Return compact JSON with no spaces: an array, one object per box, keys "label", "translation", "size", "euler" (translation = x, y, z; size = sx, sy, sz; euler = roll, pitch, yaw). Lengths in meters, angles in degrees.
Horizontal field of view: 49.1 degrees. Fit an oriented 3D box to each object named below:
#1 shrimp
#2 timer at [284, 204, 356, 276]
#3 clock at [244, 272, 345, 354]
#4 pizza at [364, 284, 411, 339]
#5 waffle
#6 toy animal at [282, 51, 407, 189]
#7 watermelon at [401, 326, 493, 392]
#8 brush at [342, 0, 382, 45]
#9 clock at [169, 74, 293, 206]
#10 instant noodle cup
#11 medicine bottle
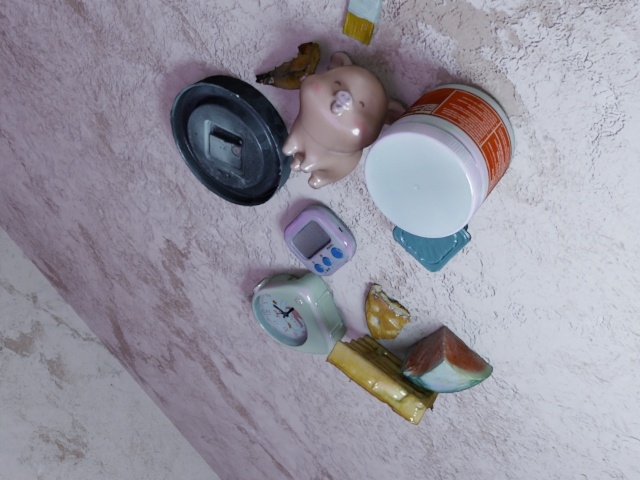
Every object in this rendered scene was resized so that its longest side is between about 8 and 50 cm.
[{"label":"shrimp","translation":[-0.071,-0.415,1.695],"size":[0.066,0.117,0.262],"euler":[34,172,-33]},{"label":"timer","translation":[0.000,0.000,1.971],"size":[0.191,0.069,0.208],"euler":[47,141,-3]},{"label":"clock","translation":[-0.096,0.221,2.210],"size":[0.324,0.108,0.265],"euler":[2,126,40]},{"label":"pizza","translation":[0.194,0.210,2.003],"size":[0.161,0.062,0.182],"euler":[11,125,42]},{"label":"waffle","translation":[0.191,0.386,1.974],"size":[0.304,0.348,0.078],"euler":[34,96,16]},{"label":"toy animal","translation":[0.038,-0.260,1.614],"size":[0.237,0.269,0.326],"euler":[40,172,6]},{"label":"watermelon","translation":[0.331,0.337,1.903],"size":[0.255,0.260,0.176],"euler":[-2,111,21]},{"label":"brush","translation":[0.109,-0.564,1.438],"size":[0.085,0.020,0.337],"euler":[31,137,16]},{"label":"clock","translation":[-0.246,-0.273,1.938],"size":[0.386,0.076,0.386],"euler":[23,136,24]},{"label":"instant noodle cup","translation":[0.278,-0.024,1.718],"size":[0.157,0.070,0.179],"euler":[42,140,4]},{"label":"medicine bottle","translation":[0.255,-0.172,1.479],"size":[0.252,0.241,0.253],"euler":[22,134,24]}]
